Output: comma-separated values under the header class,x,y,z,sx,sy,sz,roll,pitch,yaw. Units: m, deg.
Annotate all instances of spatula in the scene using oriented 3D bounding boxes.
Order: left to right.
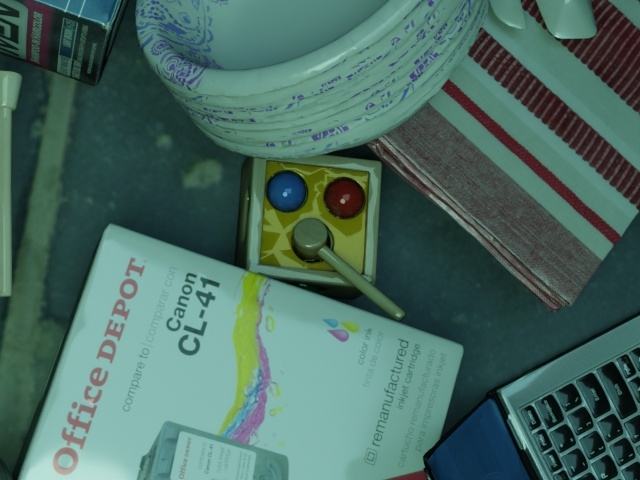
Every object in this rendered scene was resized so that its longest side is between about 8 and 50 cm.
class,x,y,z,sx,sy,sz,roll,pitch,yaw
spatula,0.157,-0.287,1.283,0.168,0.019,0.242,-2,61,-13

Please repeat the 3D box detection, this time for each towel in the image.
class,x,y,z,sx,sy,sz,roll,pitch,yaw
towel,0.210,-0.120,1.253,0.237,0.037,0.329,43,60,-1

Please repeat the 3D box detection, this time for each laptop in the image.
class,x,y,z,sx,sy,sz,roll,pitch,yaw
laptop,0.302,0.261,1.124,0.408,0.236,0.382,-25,86,-16

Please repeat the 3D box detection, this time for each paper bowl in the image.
class,x,y,z,sx,sy,sz,roll,pitch,yaw
paper bowl,0.003,-0.188,1.147,0.284,0.284,0.148,-53,138,-16

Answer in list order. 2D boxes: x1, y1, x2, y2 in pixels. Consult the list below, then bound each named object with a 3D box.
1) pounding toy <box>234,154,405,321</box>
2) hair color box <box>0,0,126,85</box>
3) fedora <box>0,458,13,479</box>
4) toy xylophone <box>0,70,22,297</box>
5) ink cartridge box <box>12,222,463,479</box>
class,x,y,z,sx,sy,sz,roll,pitch,yaw
pounding toy,0.000,0.000,1.175,0.130,0.100,0.141,6,78,-11
hair color box,-0.323,-0.245,1.111,0.347,0.174,0.105,19,77,-8
fedora,-0.330,0.262,1.015,0.275,0.243,0.124,-25,119,0
toy xylophone,-0.359,-0.035,1.109,0.236,0.081,0.322,6,78,-12
ink cartridge box,-0.067,0.144,1.117,0.306,0.131,0.226,20,76,-10
